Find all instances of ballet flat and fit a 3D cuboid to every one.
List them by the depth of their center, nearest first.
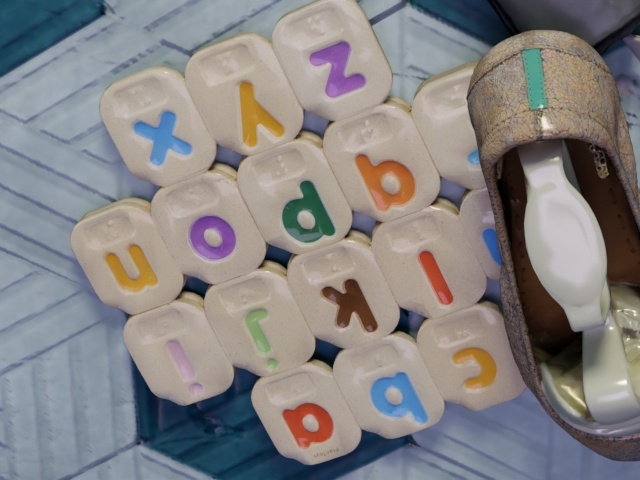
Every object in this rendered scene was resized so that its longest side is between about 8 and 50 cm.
[{"bbox_3d":[0.146,0.035,1.064,0.107,0.106,0.316,-17,124,12],"label":"ballet flat"}]

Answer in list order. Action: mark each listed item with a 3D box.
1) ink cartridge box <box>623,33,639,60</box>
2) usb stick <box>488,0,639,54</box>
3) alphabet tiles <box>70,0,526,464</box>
[{"bbox_3d":[0.248,-0.085,1.000,0.060,0.180,0.104,-48,115,-7],"label":"ink cartridge box"},{"bbox_3d":[0.075,-0.210,1.010,0.077,0.045,0.278,-30,109,22],"label":"usb stick"},{"bbox_3d":[0.000,0.000,1.142,0.284,0.021,0.278,-20,112,17],"label":"alphabet tiles"}]
